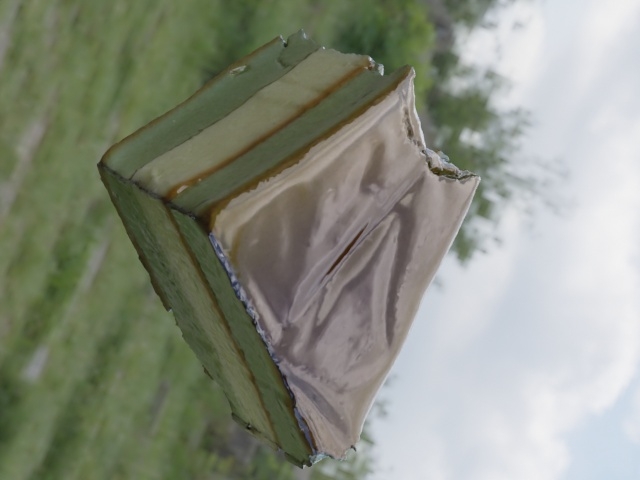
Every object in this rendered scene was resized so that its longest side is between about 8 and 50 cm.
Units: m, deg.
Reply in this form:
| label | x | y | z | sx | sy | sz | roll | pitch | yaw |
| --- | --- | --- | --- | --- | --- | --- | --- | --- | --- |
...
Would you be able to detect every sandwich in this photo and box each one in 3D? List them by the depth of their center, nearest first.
| label | x | y | z | sx | sy | sz | roll | pitch | yaw |
| --- | --- | --- | --- | --- | --- | --- | --- | --- | --- |
| sandwich | 0.000 | 0.000 | 1.184 | 0.198 | 0.227 | 0.155 | -37 | -143 | -20 |
